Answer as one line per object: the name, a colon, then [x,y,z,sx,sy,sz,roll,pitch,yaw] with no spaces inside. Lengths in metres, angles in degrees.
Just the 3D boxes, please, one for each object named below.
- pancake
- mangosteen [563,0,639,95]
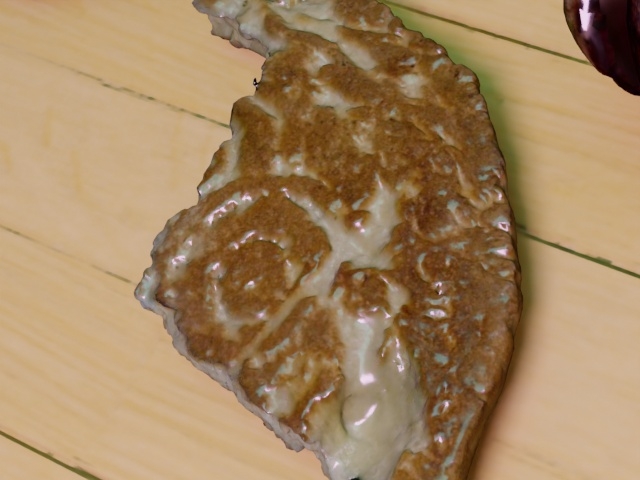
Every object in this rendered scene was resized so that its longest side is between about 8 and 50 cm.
pancake: [0.003,0.002,0.940,0.197,0.054,0.377,-16,56,11]
mangosteen: [0.225,-0.102,0.827,0.209,0.210,0.210,-10,59,17]
